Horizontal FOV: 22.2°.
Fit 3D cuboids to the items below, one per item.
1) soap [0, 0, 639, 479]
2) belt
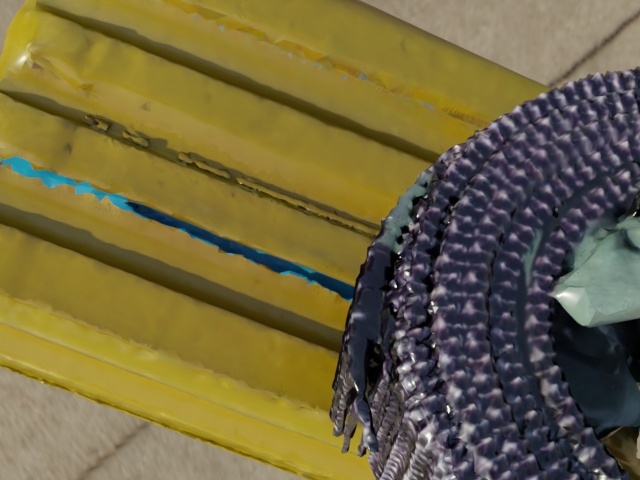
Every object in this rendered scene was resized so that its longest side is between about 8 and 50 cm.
[{"bbox_3d":[0.001,0.000,0.728,0.324,0.096,0.204,22,64,-8],"label":"soap"},{"bbox_3d":[0.169,0.075,0.602,0.325,0.122,0.260,34,59,14],"label":"belt"}]
